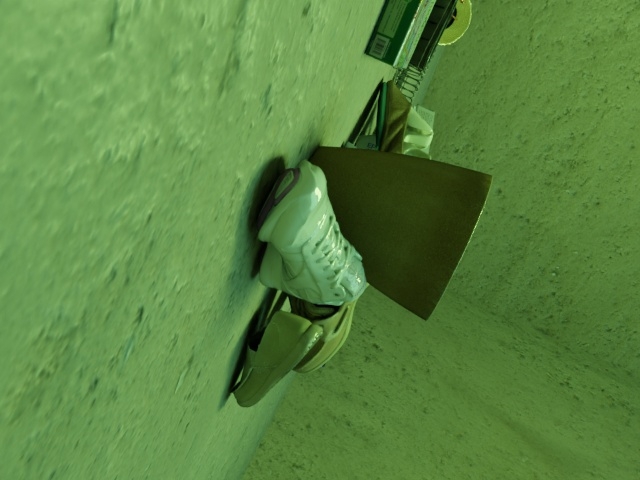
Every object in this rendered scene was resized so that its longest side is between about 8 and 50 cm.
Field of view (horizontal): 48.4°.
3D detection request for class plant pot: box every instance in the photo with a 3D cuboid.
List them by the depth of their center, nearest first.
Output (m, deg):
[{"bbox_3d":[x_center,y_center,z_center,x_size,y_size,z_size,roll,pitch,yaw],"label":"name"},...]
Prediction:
[{"bbox_3d":[0.093,-0.041,1.074,0.237,0.254,0.237,25,90,-85],"label":"plant pot"}]

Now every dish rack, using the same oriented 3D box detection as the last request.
[{"bbox_3d":[0.219,-0.413,1.634,0.271,0.074,0.208,104,13,-64],"label":"dish rack"}]

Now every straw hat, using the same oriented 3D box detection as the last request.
[{"bbox_3d":[0.328,-0.600,1.890,0.061,0.145,0.144,58,-45,46],"label":"straw hat"}]

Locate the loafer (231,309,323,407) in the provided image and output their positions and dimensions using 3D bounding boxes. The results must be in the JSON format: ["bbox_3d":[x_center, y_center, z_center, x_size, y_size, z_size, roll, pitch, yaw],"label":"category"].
[{"bbox_3d":[-0.091,0.204,1.264,0.102,0.092,0.268,-38,171,-50],"label":"loafer"}]

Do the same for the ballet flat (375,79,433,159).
[{"bbox_3d":[0.160,-0.185,1.421,0.116,0.124,0.342,97,4,-50],"label":"ballet flat"}]

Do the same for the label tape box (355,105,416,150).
[{"bbox_3d":[0.104,-0.118,1.620,0.249,0.115,0.347,98,12,-72],"label":"label tape box"}]

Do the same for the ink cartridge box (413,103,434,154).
[{"bbox_3d":[0.198,-0.185,1.868,0.239,0.060,0.275,-44,-152,57],"label":"ink cartridge box"}]

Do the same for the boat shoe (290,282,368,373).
[{"bbox_3d":[-0.001,0.109,1.271,0.110,0.122,0.341,-15,138,-54],"label":"boat shoe"}]

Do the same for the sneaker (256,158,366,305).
[{"bbox_3d":[0.000,0.000,0.910,0.114,0.152,0.305,-61,172,-21],"label":"sneaker"}]

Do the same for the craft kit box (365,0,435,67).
[{"bbox_3d":[0.159,-0.411,1.178,0.246,0.061,0.249,-57,170,-73],"label":"craft kit box"}]

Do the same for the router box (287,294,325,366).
[{"bbox_3d":[-0.020,0.155,1.458,0.133,0.046,0.178,106,-26,-53],"label":"router box"}]

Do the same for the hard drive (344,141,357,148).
[{"bbox_3d":[0.018,-0.049,1.371,0.172,0.054,0.254,84,31,-79],"label":"hard drive"}]
